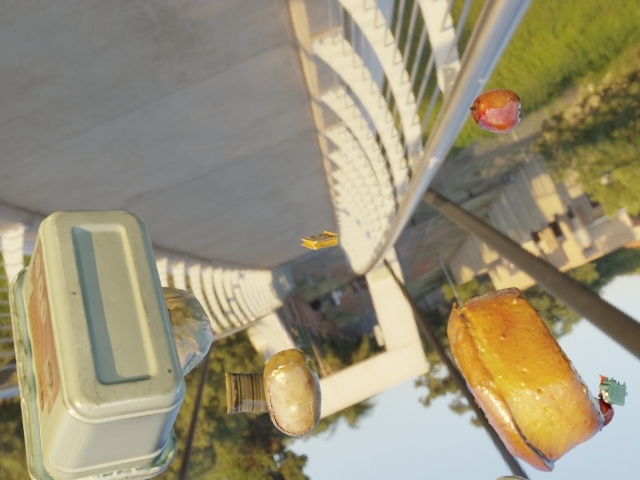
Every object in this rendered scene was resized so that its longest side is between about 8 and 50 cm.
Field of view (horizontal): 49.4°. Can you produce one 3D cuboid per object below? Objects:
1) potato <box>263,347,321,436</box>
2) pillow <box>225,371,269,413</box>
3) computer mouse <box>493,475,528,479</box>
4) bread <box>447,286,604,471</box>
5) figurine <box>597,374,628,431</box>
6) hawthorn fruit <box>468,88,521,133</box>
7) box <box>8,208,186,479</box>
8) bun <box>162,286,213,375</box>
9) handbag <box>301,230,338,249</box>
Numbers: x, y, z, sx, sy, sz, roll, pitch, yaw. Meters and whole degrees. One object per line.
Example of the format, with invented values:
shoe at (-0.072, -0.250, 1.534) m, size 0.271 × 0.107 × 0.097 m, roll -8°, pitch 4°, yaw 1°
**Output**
potato at (-0.051, 0.285, 1.300) m, size 0.107 × 0.171 × 0.080 m, roll -13°, pitch -165°, yaw 3°
pillow at (-0.159, 0.409, 1.876) m, size 0.203 × 0.113 × 0.038 m, roll 7°, pitch 153°, yaw -26°
computer mouse at (0.533, 0.721, 1.937) m, size 0.127 × 0.079 × 0.231 m, roll -9°, pitch 132°, yaw 12°
bread at (0.338, 0.227, 1.164) m, size 0.172 × 0.312 × 0.312 m, roll -31°, pitch 170°, yaw 13°
figurine at (0.728, 0.418, 1.778) m, size 0.140 × 0.068 × 0.075 m, roll -66°, pitch -167°, yaw -8°
hawthorn fruit at (0.277, -0.202, 1.093) m, size 0.077 × 0.077 × 0.077 m, roll -23°, pitch 171°, yaw -4°
box at (-0.265, 0.115, 0.839) m, size 0.175 × 0.312 × 0.182 m, roll -2°, pitch 145°, yaw -30°
bun at (-0.417, 0.233, 1.807) m, size 0.272 × 0.273 × 0.168 m, roll -22°, pitch 155°, yaw -7°
handbag at (0.000, 0.000, 1.745) m, size 0.083 × 0.027 × 0.061 m, roll -12°, pitch -161°, yaw -40°
